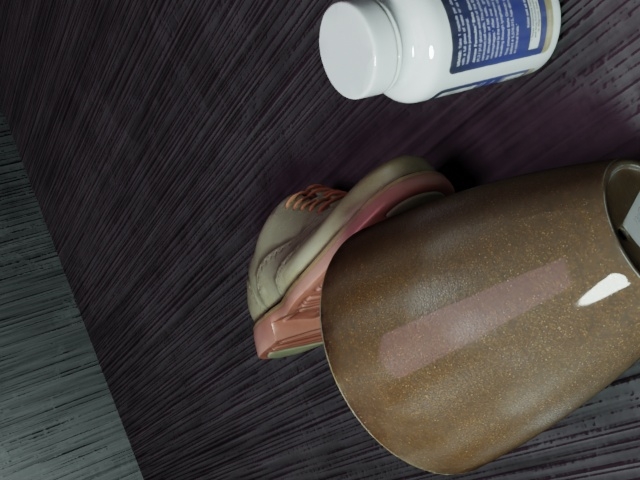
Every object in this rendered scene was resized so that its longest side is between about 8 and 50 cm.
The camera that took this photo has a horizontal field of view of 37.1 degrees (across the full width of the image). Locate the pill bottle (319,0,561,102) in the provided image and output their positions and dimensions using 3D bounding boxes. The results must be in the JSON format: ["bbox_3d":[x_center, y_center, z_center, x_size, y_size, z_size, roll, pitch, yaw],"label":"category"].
[{"bbox_3d":[0.087,-0.155,0.708,0.094,0.169,0.094,35,133,47],"label":"pill bottle"}]

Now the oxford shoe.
[{"bbox_3d":[0.000,0.000,0.978,0.397,0.140,0.146,-46,59,55],"label":"oxford shoe"}]

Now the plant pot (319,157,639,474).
[{"bbox_3d":[0.154,0.039,0.701,0.230,0.215,0.215,-34,76,44],"label":"plant pot"}]
